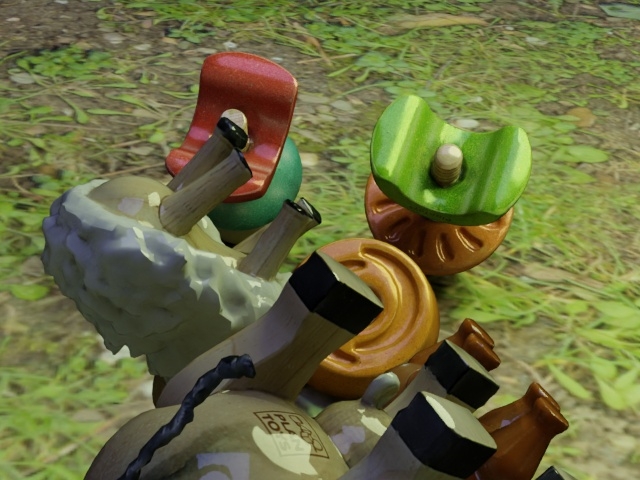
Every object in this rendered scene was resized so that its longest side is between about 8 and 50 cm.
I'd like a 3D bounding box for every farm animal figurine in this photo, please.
[{"bbox_3d":[0.033,0.146,0.463,0.327,0.172,0.330,40,9,-34],"label":"farm animal figurine"}]

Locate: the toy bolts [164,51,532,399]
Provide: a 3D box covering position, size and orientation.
[{"bbox_3d":[0.000,0.000,0.847,0.229,0.158,0.218,21,70,7],"label":"toy bolts"}]
